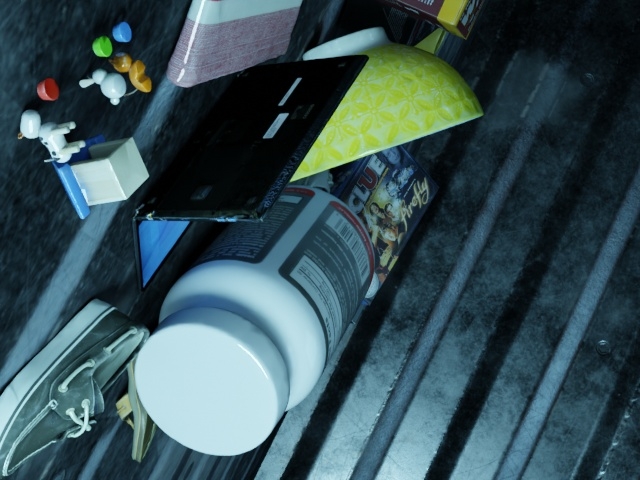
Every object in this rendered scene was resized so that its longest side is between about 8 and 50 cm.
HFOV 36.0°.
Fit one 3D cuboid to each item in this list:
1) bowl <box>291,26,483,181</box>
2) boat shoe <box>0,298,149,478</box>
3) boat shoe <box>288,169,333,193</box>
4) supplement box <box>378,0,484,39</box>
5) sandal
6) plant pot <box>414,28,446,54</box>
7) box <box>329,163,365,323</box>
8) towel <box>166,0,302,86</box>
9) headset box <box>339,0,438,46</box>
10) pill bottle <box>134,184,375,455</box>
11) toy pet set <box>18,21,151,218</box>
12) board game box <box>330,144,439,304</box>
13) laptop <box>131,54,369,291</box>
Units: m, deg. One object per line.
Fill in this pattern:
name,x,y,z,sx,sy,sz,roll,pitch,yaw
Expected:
bowl,0.055,-0.191,1.310,0.289,0.290,0.156,-31,103,-75
boat shoe,-0.236,0.141,0.911,0.219,0.070,0.077,-57,168,-42
boat shoe,-0.025,-0.079,1.487,0.267,0.088,0.096,-57,168,-41
supplement box,0.104,-0.339,1.154,0.129,0.194,0.191,-66,171,11
sandal,-0.227,0.192,1.214,0.072,0.049,0.180,-62,159,-54
plant pot,0.177,-0.387,1.797,0.134,0.095,0.134,-61,170,-18
box,0.029,-0.023,1.625,0.184,0.103,0.261,43,67,-35
towel,-0.042,-0.311,0.905,0.237,0.037,0.328,-42,154,-64
headset box,0.151,-0.421,1.485,0.218,0.110,0.293,-68,170,27
pill bottle,-0.074,0.088,1.229,0.363,0.210,0.210,-54,167,-59
toy pet set,-0.177,-0.085,0.733,0.122,0.065,0.114,-58,135,-53
board game box,0.077,-0.043,1.572,0.042,0.165,0.243,4,-124,51
laptop,-0.078,-0.064,1.041,0.136,0.264,0.234,57,49,-36
